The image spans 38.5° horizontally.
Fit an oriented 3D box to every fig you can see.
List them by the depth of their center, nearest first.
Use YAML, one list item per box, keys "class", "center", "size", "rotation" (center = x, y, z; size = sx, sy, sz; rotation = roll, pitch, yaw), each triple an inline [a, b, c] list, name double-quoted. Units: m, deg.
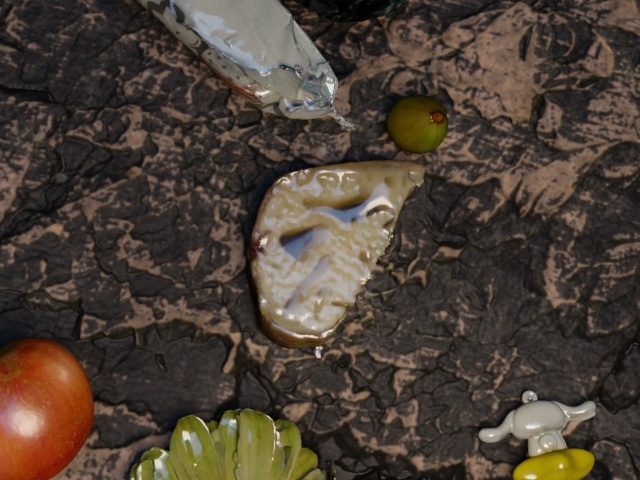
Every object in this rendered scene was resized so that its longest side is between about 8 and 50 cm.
- class: "fig"
  center: [0.121, -0.141, 1.100]
  size: [0.074, 0.088, 0.074]
  rotation: [0, 91, -20]

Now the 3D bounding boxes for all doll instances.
- class: "doll"
  center: [0.250, 0.231, 1.059]
  size: [0.135, 0.071, 0.113]
  rotation: [9, 71, 1]

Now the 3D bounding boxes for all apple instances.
- class: "apple"
  center: [-0.320, 0.186, 0.968]
  size: [0.163, 0.163, 0.139]
  rotation: [-31, 98, -10]

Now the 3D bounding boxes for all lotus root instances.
- class: "lotus root"
  center: [0.000, 0.000, 1.073]
  size: [0.170, 0.074, 0.260]
  rotation: [23, 78, 2]

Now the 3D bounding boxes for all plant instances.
- class: "plant"
  center: [-0.070, 0.310, 0.954]
  size: [0.306, 0.297, 0.261]
  rotation: [43, 47, 19]

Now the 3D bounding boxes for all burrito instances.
- class: "burrito"
  center: [-0.128, -0.281, 1.094]
  size: [0.445, 0.101, 0.139]
  rotation: [47, 64, 4]

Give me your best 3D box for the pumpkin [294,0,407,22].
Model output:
- class: "pumpkin"
  center: [0.035, -0.379, 1.096]
  size: [0.233, 0.163, 0.233]
  rotation: [0, 91, -2]
